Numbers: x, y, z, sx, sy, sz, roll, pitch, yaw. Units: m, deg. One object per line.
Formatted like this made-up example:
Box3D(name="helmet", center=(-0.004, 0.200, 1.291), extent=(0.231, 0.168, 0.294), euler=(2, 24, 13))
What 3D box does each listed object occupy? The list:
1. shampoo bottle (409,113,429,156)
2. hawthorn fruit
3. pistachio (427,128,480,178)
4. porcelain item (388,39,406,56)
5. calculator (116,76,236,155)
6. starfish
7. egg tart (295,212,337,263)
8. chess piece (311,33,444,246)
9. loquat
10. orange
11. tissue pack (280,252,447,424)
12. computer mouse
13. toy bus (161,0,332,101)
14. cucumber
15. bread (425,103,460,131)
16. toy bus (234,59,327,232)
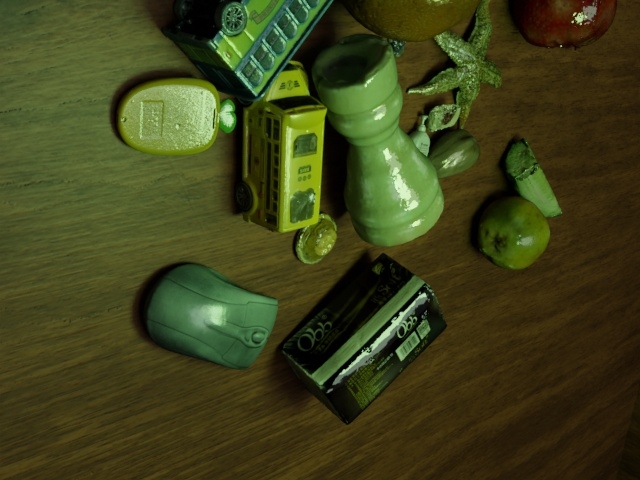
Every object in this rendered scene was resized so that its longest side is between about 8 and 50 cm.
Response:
Box3D(name="shampoo bottle", center=(0.241, -0.239, 1.995), extent=(0.077, 0.045, 0.151), euler=(-1, 107, -48))
Box3D(name="hawthorn fruit", center=(0.631, -0.646, 2.068), extent=(0.265, 0.265, 0.307), euler=(-8, 106, -44))
Box3D(name="pistachio", center=(0.334, -0.219, 2.065), extent=(0.185, 0.126, 0.108), euler=(-31, 87, -31))
Box3D(name="porcelain item", center=(0.167, -0.455, 1.837), extent=(0.136, 0.021, 0.075), euler=(-52, 133, -16))
Box3D(name="calculator", center=(-0.258, -0.225, 1.467), extent=(0.235, 0.032, 0.146), euler=(-7, 117, -31))
Box3D(name="starfish", center=(0.358, -0.423, 2.018), extent=(0.358, 0.078, 0.347), euler=(-41, 136, -25))
Box3D(name="egg tart", center=(0.000, 0.000, 1.854), extent=(0.129, 0.049, 0.128), euler=(-23, 125, -37))
Box3D(name="chess piece", center=(0.119, -0.217, 1.736), extent=(0.234, 0.234, 0.442), euler=(-45, 137, -22))
Box3D(name="loquat", center=(0.567, -0.025, 2.323), extent=(0.246, 0.213, 0.213), euler=(-19, 121, -44))
Box3D(name="orange", center=(0.171, -0.573, 1.577), extent=(0.322, 0.322, 0.357), euler=(-48, 127, -20))
Box3D(name="tissue pack", center=(0.116, 0.235, 1.944), extent=(0.370, 0.198, 0.210), euler=(-41, 131, -15))
Box3D(name="computer mouse", center=(-0.203, 0.173, 1.678), extent=(0.371, 0.122, 0.188), euler=(28, 88, -52))
Box3D(name="toy bus", center=(-0.114, -0.431, 1.459), extent=(0.312, 0.152, 0.190), euler=(-56, 137, -11))
Box3D(name="cucumber", center=(0.628, -0.165, 2.391), extent=(0.105, 0.145, 0.325), euler=(-29, 144, 17))
Box3D(name="bread", center=(0.307, -0.308, 2.014), extent=(0.083, 0.035, 0.070), euler=(-17, 149, -22))
Box3D(name="toy bus", center=(-0.075, -0.191, 1.611), extent=(0.144, 0.152, 0.330), euler=(-16, 119, -39))
